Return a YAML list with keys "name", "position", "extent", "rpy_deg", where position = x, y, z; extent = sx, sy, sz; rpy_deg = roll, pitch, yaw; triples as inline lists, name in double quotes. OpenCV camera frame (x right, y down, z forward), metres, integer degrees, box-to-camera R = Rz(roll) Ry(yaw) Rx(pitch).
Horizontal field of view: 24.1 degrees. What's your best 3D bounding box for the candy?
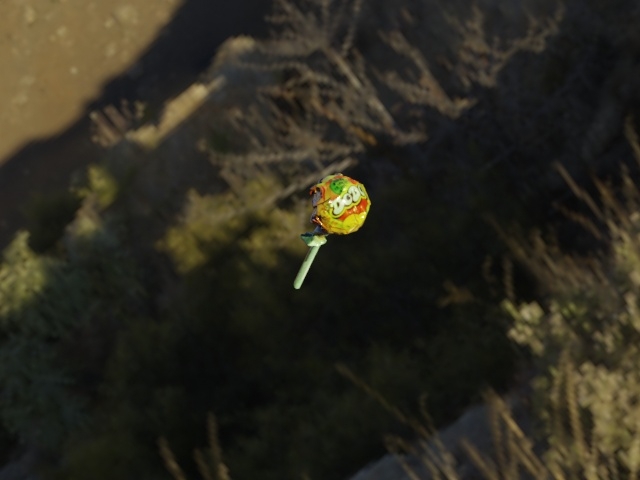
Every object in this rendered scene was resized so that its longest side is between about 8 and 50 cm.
- name: "candy"
  position: [0.000, 0.000, 1.481]
  extent: [0.060, 0.060, 0.201]
  rpy_deg: [-52, -5, -33]
